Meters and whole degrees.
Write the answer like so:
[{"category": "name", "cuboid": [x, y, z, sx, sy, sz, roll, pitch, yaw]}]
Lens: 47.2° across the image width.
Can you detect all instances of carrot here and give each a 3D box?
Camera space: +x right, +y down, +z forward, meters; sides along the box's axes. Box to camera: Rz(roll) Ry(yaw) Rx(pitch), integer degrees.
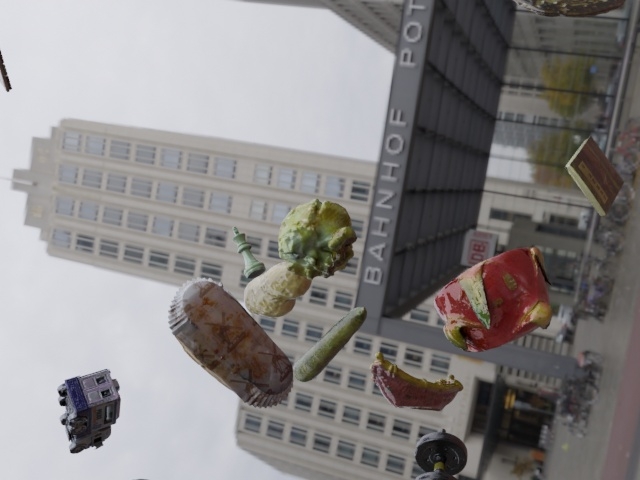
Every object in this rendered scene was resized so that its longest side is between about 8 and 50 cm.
[{"category": "carrot", "cuboid": [0.029, 0.287, 2.024, 0.358, 0.074, 0.074, -50, 4, 40]}]

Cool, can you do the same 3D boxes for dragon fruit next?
[{"category": "dragon fruit", "cuboid": [0.412, 0.158, 1.713, 0.189, 0.290, 0.290, 65, -170, 17]}]

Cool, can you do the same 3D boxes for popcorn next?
[{"category": "popcorn", "cuboid": [0.000, 0.000, 1.686, 0.197, 0.212, 0.198, -14, -69, -39]}]

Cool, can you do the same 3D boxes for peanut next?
[{"category": "peanut", "cuboid": [-0.127, 0.155, 2.247, 0.318, 0.147, 0.148, -33, 26, 50]}]

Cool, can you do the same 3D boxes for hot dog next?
[{"category": "hot dog", "cuboid": [-0.142, 0.168, 1.187, 0.131, 0.253, 0.069, -46, 3, -35]}]

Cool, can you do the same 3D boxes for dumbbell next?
[{"category": "dumbbell", "cuboid": [0.310, 0.611, 1.911, 0.325, 0.143, 0.143, -67, -19, -59]}]

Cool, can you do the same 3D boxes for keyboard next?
[{"category": "keyboard", "cuboid": [-0.603, -0.361, 1.356, 0.017, 0.055, 0.166, -23, -47, -25]}]

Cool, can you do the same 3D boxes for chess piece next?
[{"category": "chess piece", "cuboid": [-0.202, 0.027, 1.957, 0.149, 0.059, 0.059, 62, -169, 16]}]

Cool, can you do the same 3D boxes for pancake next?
[{"category": "pancake", "cuboid": [0.388, -0.397, 1.166, 0.184, 0.190, 0.020, -42, -34, -33]}]

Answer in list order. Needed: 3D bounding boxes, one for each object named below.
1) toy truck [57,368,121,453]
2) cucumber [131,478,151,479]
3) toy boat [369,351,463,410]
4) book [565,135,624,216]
[{"category": "toy truck", "cuboid": [-0.655, 0.491, 2.092, 0.155, 0.124, 0.268, -15, -34, -28]}, {"category": "cucumber", "cuboid": [-0.494, 0.628, 1.805, 0.227, 0.069, 0.069, 9, -88, -48]}, {"category": "toy boat", "cuboid": [0.208, 0.307, 1.533, 0.318, 0.140, 0.099, 24, -117, -48]}, {"category": "book", "cuboid": [0.714, -0.170, 1.901, 0.160, 0.024, 0.228, 53, -140, -2]}]
